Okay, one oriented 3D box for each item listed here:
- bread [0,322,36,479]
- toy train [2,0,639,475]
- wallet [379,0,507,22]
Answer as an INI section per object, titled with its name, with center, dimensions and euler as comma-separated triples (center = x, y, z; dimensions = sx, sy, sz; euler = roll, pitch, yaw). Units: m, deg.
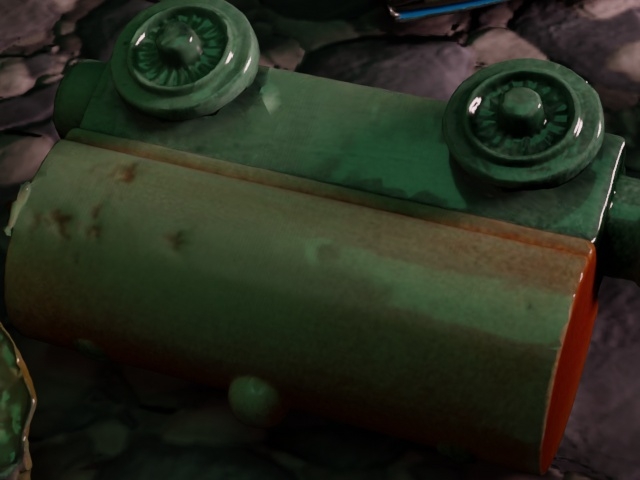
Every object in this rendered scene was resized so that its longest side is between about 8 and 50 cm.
[bread]
center = -0.192, 0.034, 0.613
dimensions = 0.128, 0.088, 0.232
euler = -23, 66, 1
[toy train]
center = 0.000, 0.000, 0.627
dimensions = 0.285, 0.116, 0.177
euler = 14, 64, 16
[wallet]
center = 0.169, -0.204, 0.820
dimensions = 0.317, 0.044, 0.169
euler = -13, 45, -7
